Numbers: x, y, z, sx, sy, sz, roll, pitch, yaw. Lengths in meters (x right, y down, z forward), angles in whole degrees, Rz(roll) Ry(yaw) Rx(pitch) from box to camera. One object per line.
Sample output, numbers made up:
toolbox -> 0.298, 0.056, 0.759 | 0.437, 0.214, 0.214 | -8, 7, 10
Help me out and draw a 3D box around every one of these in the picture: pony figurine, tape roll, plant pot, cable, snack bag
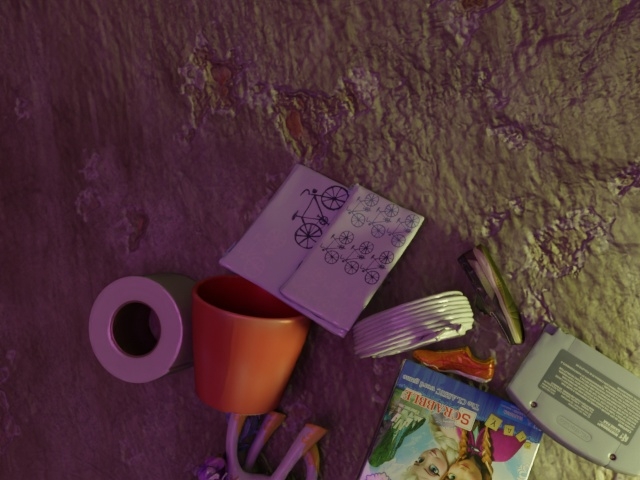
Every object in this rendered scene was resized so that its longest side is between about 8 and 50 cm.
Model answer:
pony figurine -> -0.176, 0.549, 1.817 | 0.351, 0.303, 0.363 | 15, 79, 15
tape roll -> -0.391, 0.199, 1.916 | 0.246, 0.169, 0.246 | 0, 91, 18
plant pot -> -0.164, 0.232, 1.806 | 0.275, 0.275, 0.243 | 16, 106, 18
cable -> 0.186, 0.177, 1.679 | 0.257, 0.257, 0.089 | -18, 79, 19
snack bag -> 0.000, 0.000, 1.770 | 0.342, 0.037, 0.323 | 29, 69, 21

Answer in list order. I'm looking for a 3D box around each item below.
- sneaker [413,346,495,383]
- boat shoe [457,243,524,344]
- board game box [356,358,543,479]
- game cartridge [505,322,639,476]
sneaker -> 0.284, 0.252, 1.747 | 0.175, 0.064, 0.067 | 12, 96, 2
boat shoe -> 0.356, 0.120, 1.718 | 0.073, 0.080, 0.224 | -27, 77, 22
board game box -> 0.260, 0.449, 1.677 | 0.318, 0.066, 0.318 | 21, 80, 4
game cartridge -> 0.532, 0.324, 1.634 | 0.297, 0.062, 0.198 | 34, 80, 15
